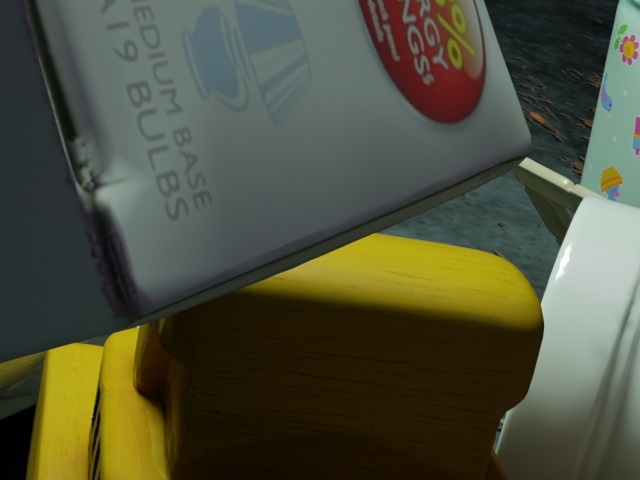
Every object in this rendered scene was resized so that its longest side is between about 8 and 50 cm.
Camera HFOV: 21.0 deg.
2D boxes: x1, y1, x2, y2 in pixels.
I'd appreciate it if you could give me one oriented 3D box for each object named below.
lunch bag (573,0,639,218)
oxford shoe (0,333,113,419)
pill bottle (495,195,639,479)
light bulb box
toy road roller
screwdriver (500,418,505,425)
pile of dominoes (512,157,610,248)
[{"bbox_3d":[0.335,-0.058,1.332,0.160,0.223,0.262,-8,30,-31],"label":"lunch bag"},{"bbox_3d":[-0.149,0.015,0.991,0.169,0.130,0.449,57,30,8],"label":"oxford shoe"},{"bbox_3d":[0.286,0.107,0.893,0.363,0.210,0.210,18,21,12],"label":"pill bottle"},{"bbox_3d":[-0.183,-0.125,0.516,0.361,0.358,0.225,-16,3,31],"label":"light bulb box"},{"bbox_3d":[-0.013,0.086,0.726,0.202,0.241,0.329,9,21,-11],"label":"toy road roller"},{"bbox_3d":[0.074,0.102,1.064,0.170,0.025,0.024,23,21,2],"label":"screwdriver"},{"bbox_3d":[0.252,0.035,1.130,0.251,0.040,0.196,33,-14,44],"label":"pile of dominoes"}]
